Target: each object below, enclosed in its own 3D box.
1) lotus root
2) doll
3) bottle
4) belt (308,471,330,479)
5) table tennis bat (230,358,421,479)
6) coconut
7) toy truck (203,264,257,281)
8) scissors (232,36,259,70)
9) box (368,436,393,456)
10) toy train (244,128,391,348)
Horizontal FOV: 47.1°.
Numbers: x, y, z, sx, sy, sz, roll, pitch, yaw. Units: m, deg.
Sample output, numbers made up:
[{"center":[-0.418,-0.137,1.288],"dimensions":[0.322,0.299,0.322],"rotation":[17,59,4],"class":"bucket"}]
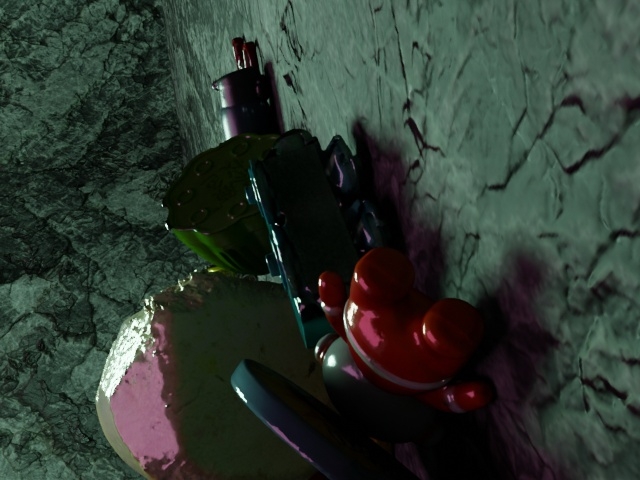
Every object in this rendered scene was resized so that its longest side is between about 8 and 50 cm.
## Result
[{"center":[-0.085,-0.020,0.940],"dimensions":[0.186,0.186,0.186],"rotation":[167,90,-78],"class":"lotus root"},{"center":[0.052,0.095,0.548],"dimensions":[0.142,0.076,0.245],"rotation":[38,155,18],"class":"doll"},{"center":[-0.090,-0.116,1.028],"dimensions":[0.072,0.082,0.245],"rotation":[-30,-69,-59],"class":"bottle"},{"center":[-0.050,0.275,1.101],"dimensions":[0.201,0.127,0.124],"rotation":[-125,25,-48],"class":"belt"},{"center":[0.045,0.187,0.560],"dimensions":[0.329,0.044,0.215],"rotation":[32,172,49],"class":"table tennis bat"},{"center":[-0.128,0.180,0.933],"dimensions":[0.309,0.297,0.298],"rotation":[-31,72,65],"class":"coconut"},{"center":[-0.193,0.157,1.664],"dimensions":[0.098,0.114,0.227],"rotation":[-157,56,-75],"class":"toy truck"},{"center":[-0.097,-0.182,1.126],"dimensions":[0.144,0.017,0.248],"rotation":[-130,29,-66],"class":"scissors"},{"center":[0.055,0.198,0.800],"dimensions":[0.087,0.023,0.155],"rotation":[-130,30,-60],"class":"box"},{"center":[0.000,0.000,0.671],"dimensions":[0.154,0.107,0.198],"rotation":[82,170,-57],"class":"toy train"}]
